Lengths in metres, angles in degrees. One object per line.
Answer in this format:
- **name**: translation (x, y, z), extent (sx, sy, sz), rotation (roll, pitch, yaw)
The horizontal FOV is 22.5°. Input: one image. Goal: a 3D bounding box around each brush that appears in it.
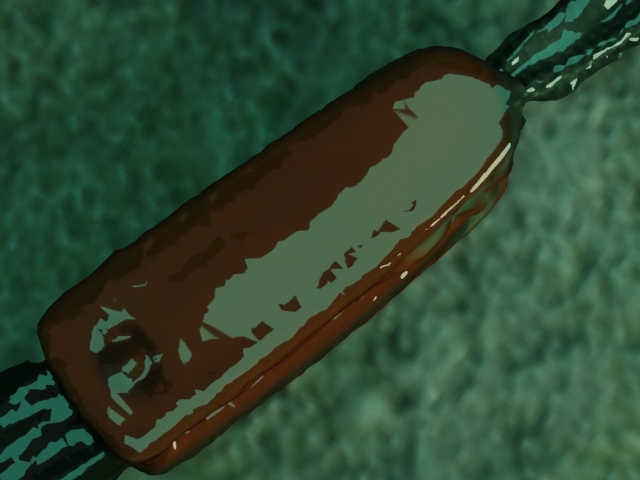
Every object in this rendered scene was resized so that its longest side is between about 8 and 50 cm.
- **brush**: translation (0.000, 0.000, 0.585), extent (0.323, 0.051, 0.070), rotation (-35, 75, 1)
